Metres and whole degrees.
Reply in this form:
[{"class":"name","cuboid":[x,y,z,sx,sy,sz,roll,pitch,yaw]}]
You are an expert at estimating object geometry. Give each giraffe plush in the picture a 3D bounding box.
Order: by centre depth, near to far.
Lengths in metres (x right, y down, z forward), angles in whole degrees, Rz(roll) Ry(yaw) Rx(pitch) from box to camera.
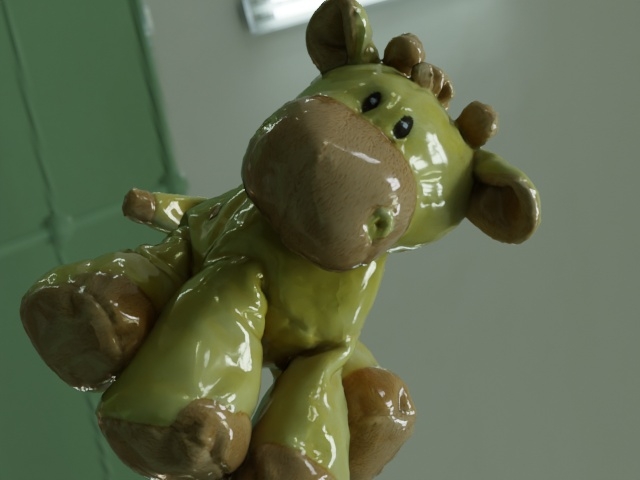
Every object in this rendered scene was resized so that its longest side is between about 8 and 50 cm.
[{"class":"giraffe plush","cuboid":[0.000,0.000,0.647,0.181,0.210,0.170,35,-60,-10]}]
